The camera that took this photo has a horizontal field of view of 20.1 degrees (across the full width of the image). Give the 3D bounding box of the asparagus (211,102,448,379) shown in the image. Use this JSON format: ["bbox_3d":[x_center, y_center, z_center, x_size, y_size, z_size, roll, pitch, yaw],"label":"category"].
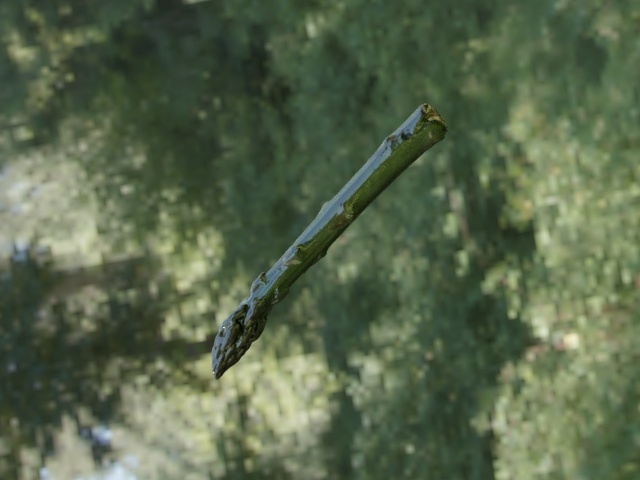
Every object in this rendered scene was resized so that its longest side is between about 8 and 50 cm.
[{"bbox_3d":[0.000,0.000,0.594,0.014,0.114,0.015,38,-170,-24],"label":"asparagus"}]
